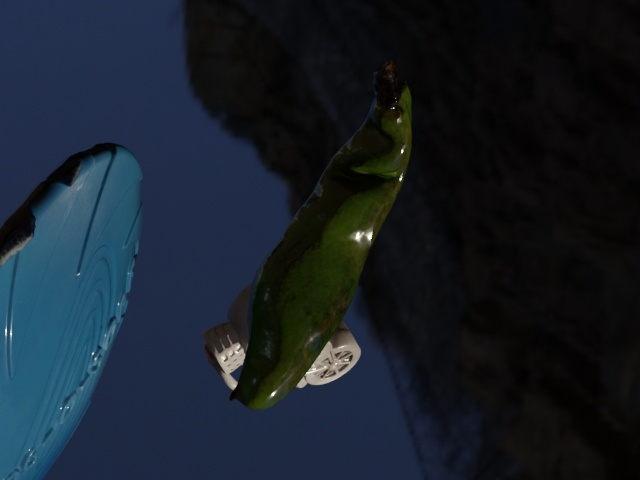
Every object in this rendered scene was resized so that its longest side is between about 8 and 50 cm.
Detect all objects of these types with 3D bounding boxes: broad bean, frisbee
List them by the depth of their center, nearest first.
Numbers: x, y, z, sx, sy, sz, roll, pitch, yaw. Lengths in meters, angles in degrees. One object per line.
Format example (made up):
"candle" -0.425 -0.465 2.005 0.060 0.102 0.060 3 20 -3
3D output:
"frisbee" -0.137 0.068 0.934 0.045 0.242 0.242 26 -141 10
"broad bean" 0.004 -0.001 1.023 0.046 0.195 0.061 23 178 28

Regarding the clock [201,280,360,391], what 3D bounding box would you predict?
"clock" -0.021 0.061 1.186 0.087 0.129 0.041 -35 -118 3
